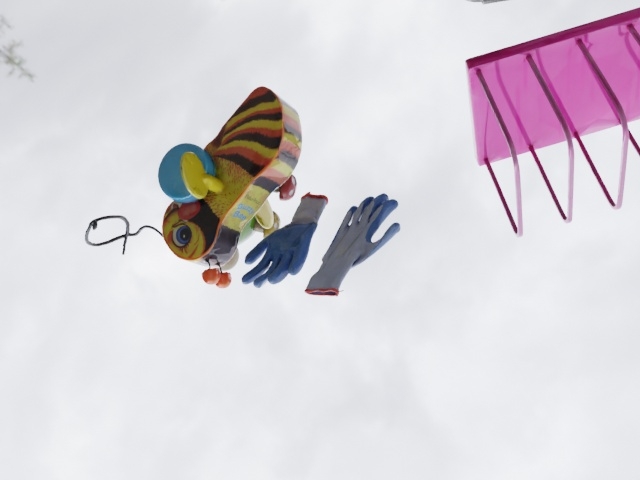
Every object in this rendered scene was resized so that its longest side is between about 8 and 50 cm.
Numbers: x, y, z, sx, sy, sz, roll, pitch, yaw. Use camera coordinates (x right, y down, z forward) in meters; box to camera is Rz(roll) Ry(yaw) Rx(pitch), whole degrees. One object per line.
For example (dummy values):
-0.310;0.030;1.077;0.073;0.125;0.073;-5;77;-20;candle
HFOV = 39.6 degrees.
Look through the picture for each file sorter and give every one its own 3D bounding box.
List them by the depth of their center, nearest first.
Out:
0.362;-0.149;1.164;0.290;0.202;0.182;-16;-127;3;file sorter

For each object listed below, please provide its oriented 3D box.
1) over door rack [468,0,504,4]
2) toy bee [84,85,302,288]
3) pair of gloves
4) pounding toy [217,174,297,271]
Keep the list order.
0.342;-0.410;1.102;0.324;0.239;0.108;-3;-124;-13;over door rack
-0.122;-0.031;1.065;0.298;0.195;0.162;-49;-118;32;toy bee
0.000;0.000;1.041;0.198;0.023;0.159;2;-132;42;pair of gloves
-0.107;-0.055;1.493;0.110;0.183;0.237;12;-158;3;pounding toy
